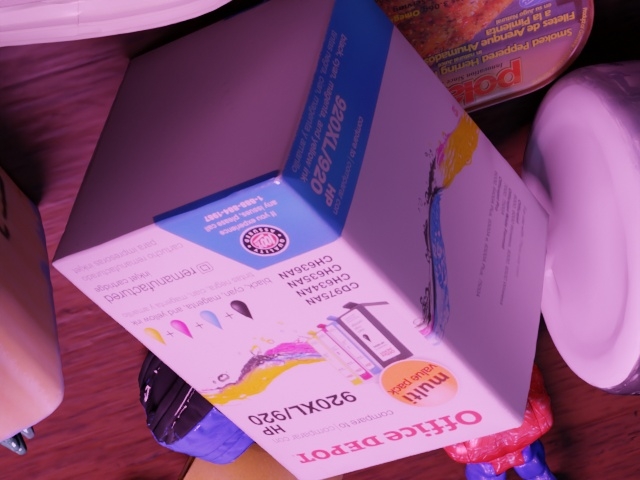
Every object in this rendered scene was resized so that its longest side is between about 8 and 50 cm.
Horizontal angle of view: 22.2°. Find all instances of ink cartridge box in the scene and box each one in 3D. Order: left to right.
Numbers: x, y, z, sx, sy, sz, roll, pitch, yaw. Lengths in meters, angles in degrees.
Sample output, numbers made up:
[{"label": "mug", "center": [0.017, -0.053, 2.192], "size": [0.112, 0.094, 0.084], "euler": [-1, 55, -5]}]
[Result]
[{"label": "ink cartridge box", "center": [0.000, 0.000, 0.953], "size": [0.171, 0.168, 0.233], "euler": [-19, 130, 34]}]

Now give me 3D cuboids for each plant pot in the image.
[{"label": "plant pot", "center": [-0.051, 0.179, 1.169], "size": [0.095, 0.134, 0.134], "euler": [29, 119, -5]}]

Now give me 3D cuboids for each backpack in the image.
[{"label": "backpack", "center": [-0.058, 0.095, 1.106], "size": [0.101, 0.098, 0.120], "euler": [30, 115, -37]}]

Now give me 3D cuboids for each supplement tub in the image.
[{"label": "supplement tub", "center": [0.315, -0.023, 1.032], "size": [0.338, 0.207, 0.207], "euler": [-7, 130, -14]}]

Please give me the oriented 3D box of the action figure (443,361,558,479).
[{"label": "action figure", "center": [0.119, 0.125, 1.196], "size": [0.091, 0.139, 0.280], "euler": [-23, 153, 0]}]

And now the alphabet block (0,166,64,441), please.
[{"label": "alphabet block", "center": [-0.282, 0.019, 0.925], "size": [0.193, 0.192, 0.197], "euler": [-29, 129, 7]}]

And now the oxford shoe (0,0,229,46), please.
[{"label": "oxford shoe", "center": [-0.245, -0.157, 0.809], "size": [0.449, 0.169, 0.130], "euler": [-14, 134, -13]}]

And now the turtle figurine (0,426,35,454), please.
[{"label": "turtle figurine", "center": [-0.306, 0.158, 1.065], "size": [0.234, 0.175, 0.118], "euler": [-27, 113, -3]}]

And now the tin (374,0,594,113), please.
[{"label": "tin", "center": [0.072, -0.125, 1.003], "size": [0.189, 0.040, 0.106], "euler": [-18, 127, 0]}]
